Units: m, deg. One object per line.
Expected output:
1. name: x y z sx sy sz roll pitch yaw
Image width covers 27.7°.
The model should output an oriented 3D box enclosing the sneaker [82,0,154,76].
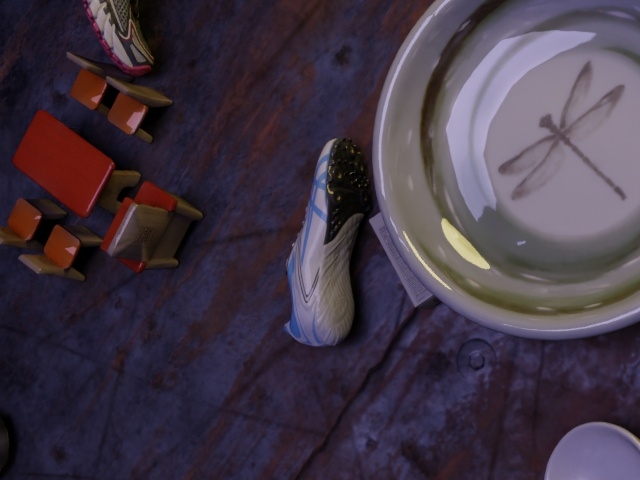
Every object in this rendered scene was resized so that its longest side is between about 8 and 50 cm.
1. sneaker: -0.251 -0.353 1.622 0.112 0.121 0.299 -12 86 -3

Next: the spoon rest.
1. spoon rest: 0.314 0.282 1.216 0.276 0.084 0.137 41 116 36

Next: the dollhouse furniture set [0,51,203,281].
1. dollhouse furniture set: -0.281 -0.069 1.589 0.259 0.135 0.262 34 101 29

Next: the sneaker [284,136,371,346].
1. sneaker: 0.000 0.000 1.452 0.086 0.085 0.237 3 82 38

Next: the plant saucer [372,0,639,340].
1. plant saucer: 0.249 -0.098 1.308 0.400 0.100 0.400 -4 82 30

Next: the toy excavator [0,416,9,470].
1. toy excavator: -0.686 0.308 1.754 0.433 0.222 0.445 45 115 27

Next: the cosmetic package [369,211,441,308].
1. cosmetic package: 0.107 0.011 1.410 0.060 0.041 0.115 -34 69 23
